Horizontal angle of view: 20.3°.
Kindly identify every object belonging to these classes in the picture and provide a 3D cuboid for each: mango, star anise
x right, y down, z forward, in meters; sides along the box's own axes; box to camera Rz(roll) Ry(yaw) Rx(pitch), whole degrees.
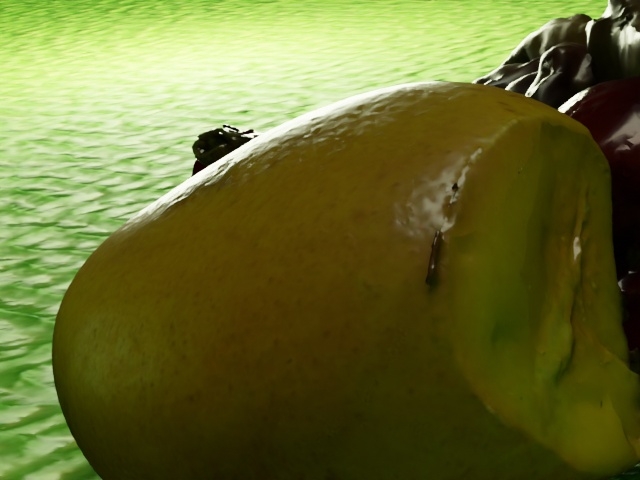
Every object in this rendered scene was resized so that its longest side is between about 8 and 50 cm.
[{"bbox_3d":[-0.013,0.037,0.687,0.257,0.187,0.138,-17,-34,37],"label":"mango"},{"bbox_3d":[0.175,-0.088,0.995,0.292,0.109,0.349,-12,-8,-2],"label":"star anise"}]

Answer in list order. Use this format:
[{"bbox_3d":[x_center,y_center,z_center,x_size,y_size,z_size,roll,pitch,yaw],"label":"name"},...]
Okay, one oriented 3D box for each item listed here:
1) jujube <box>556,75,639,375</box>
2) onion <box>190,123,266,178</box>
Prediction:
[{"bbox_3d":[0.158,0.001,0.777,0.155,0.155,0.230,2,12,26],"label":"jujube"},{"bbox_3d":[0.000,0.000,0.917,0.151,0.098,0.206,13,-1,-36],"label":"onion"}]
